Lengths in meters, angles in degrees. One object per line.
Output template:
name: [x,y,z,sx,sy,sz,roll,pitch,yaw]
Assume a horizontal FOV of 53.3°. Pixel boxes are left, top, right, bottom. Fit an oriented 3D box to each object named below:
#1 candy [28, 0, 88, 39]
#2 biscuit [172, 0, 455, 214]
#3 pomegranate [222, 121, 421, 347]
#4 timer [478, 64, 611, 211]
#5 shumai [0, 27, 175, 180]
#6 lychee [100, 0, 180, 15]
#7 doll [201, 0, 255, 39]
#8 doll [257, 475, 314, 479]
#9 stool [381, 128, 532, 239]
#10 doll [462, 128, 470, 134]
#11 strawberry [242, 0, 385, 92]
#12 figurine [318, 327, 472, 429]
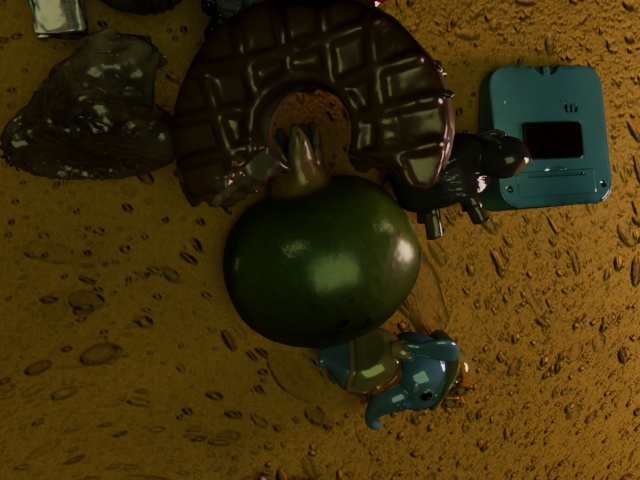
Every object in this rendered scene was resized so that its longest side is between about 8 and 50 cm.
candy: [-0.355,-0.349,0.841,0.073,0.092,0.160,-11,106,-15]
biscuit: [-0.016,-0.180,0.823,0.366,0.115,0.268,-7,97,11]
pomegranate: [0.000,0.000,0.966,0.309,0.216,0.359,-17,106,-10]
timer: [0.392,-0.181,1.139,0.231,0.091,0.250,-4,92,-16]
shumai: [-0.308,-0.188,0.878,0.218,0.184,0.185,-12,71,-3]
lychee: [-0.234,-0.387,0.839,0.171,0.171,0.171,-4,103,-17]
doll: [-0.117,-0.356,0.839,0.096,0.070,0.195,7,129,-8]
doll: [-0.077,0.473,1.122,0.207,0.081,0.129,-9,92,-19]
stool: [0.213,-0.091,1.021,0.153,0.228,0.139,-36,114,-37]
doll: [0.248,-0.145,1.106,0.058,0.040,0.085,-26,105,3]
strawberry: [-0.011,-0.387,0.908,0.265,0.149,0.336,17,120,10]
figurine: [0.129,0.230,1.111,0.262,0.154,0.180,-2,113,0]
